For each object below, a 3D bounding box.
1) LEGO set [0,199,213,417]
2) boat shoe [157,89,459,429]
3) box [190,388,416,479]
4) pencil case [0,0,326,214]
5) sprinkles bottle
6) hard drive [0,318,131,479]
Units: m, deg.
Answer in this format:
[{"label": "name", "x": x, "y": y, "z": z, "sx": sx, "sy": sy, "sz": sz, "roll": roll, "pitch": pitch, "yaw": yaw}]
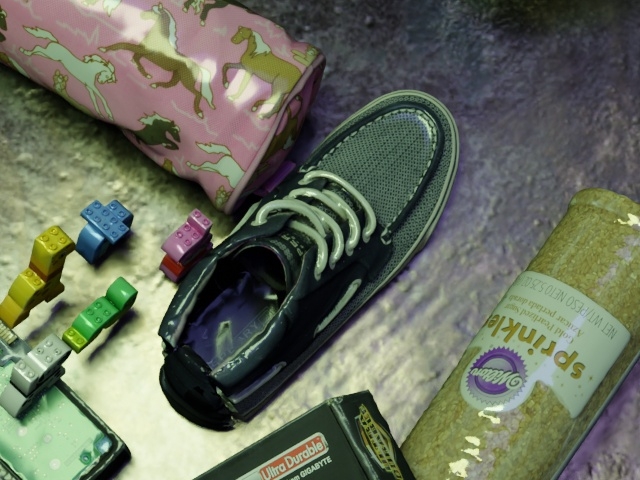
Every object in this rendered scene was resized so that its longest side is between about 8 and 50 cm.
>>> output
[{"label": "LEGO set", "x": -0.182, "y": 0.023, "z": 1.219, "sx": 0.087, "sy": 0.093, "sz": 0.227, "roll": 41, "pitch": 57, "yaw": 9}, {"label": "boat shoe", "x": 0.000, "y": 0.000, "z": 1.235, "sx": 0.127, "sy": 0.158, "sz": 0.340, "roll": 35, "pitch": 77, "yaw": 8}, {"label": "box", "x": -0.024, "y": 0.303, "z": 1.129, "sx": 0.295, "sy": 0.073, "sz": 0.293, "roll": -32, "pitch": 78, "yaw": 22}, {"label": "pencil case", "x": -0.183, "y": -0.172, "z": 1.262, "sx": 0.386, "sy": 0.167, "sz": 0.160, "roll": 30, "pitch": 96, "yaw": 2}, {"label": "sprinkles bottle", "x": 0.155, "y": 0.128, "z": 1.225, "sx": 0.121, "sy": 0.121, "sz": 0.355, "roll": 35, "pitch": 76, "yaw": 8}, {"label": "hard drive", "x": -0.348, "y": 0.205, "z": 1.219, "sx": 0.237, "sy": 0.064, "sz": 0.339, "roll": 42, "pitch": 78, "yaw": 9}]
